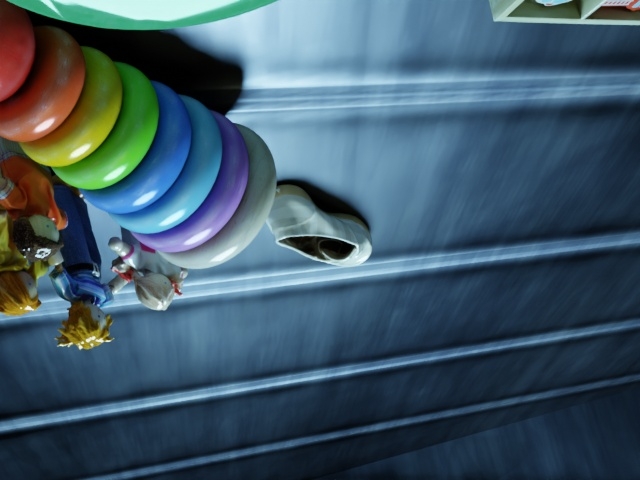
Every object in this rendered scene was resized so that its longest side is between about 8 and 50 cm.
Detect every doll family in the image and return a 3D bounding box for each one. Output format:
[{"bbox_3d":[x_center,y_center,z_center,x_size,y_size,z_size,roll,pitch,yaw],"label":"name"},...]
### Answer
[{"bbox_3d":[-0.232,0.009,0.839,0.118,0.163,0.263,-25,153,17],"label":"doll family"}]

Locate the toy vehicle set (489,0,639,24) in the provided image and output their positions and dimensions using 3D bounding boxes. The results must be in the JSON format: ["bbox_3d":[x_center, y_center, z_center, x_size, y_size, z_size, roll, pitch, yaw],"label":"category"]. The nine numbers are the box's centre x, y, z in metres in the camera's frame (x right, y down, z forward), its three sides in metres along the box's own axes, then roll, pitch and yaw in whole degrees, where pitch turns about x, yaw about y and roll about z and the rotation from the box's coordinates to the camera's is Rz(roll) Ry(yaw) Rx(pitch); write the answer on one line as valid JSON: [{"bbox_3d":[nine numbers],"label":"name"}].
[{"bbox_3d":[0.296,-0.238,0.790,0.266,0.035,0.166,-5,164,-24],"label":"toy vehicle set"}]

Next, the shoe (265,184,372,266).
[{"bbox_3d":[0.000,0.000,1.087,0.076,0.058,0.219,-28,152,20],"label":"shoe"}]

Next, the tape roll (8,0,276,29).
[{"bbox_3d":[-0.082,-0.253,0.520,0.321,0.077,0.321,-14,154,-7],"label":"tape roll"}]

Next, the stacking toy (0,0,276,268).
[{"bbox_3d":[-0.179,-0.089,0.733,0.141,0.141,0.330,-29,148,22],"label":"stacking toy"}]
